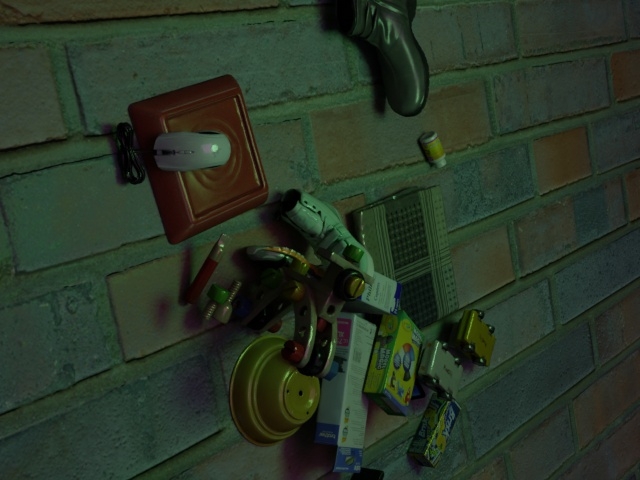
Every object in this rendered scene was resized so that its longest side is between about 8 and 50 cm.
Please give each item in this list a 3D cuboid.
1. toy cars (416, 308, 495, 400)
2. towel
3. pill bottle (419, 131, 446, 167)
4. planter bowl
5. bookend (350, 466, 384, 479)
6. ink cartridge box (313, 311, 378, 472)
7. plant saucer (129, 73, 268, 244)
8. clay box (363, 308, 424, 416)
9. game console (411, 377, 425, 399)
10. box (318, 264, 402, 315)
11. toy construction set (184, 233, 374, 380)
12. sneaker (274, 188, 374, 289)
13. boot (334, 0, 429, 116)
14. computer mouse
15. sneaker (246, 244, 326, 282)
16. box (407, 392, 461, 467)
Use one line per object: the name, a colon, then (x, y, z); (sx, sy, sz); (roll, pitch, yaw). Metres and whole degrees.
toy cars: (0.304, 0.260, 2.168); (0.393, 0.087, 0.177); (-26, 117, -55)
towel: (0.193, 0.049, 2.124); (0.312, 0.056, 0.324); (-19, 104, -43)
pill bottle: (0.270, -0.214, 2.213); (0.043, 0.043, 0.083); (-48, 121, -37)
planter bowl: (-0.066, 0.291, 1.790); (0.217, 0.090, 0.217); (4, 85, -47)
bookend: (0.110, 0.593, 1.979); (0.156, 0.072, 0.157); (53, 52, -33)
ink cartridge box: (0.052, 0.312, 1.894); (0.186, 0.065, 0.311); (36, 58, -67)
plant saucer: (-0.202, -0.154, 1.695); (0.258, 0.047, 0.259); (-28, 109, -44)
clay box: (0.164, 0.248, 1.992); (0.127, 0.053, 0.222); (49, 50, -47)
game console: (0.191, 0.294, 2.078); (0.122, 0.071, 0.107); (1, 111, -48)
box: (0.077, 0.103, 1.927); (0.137, 0.126, 0.072); (25, 71, -44)
toy construction set: (-0.055, 0.079, 1.677); (0.308, 0.257, 0.237); (29, 93, -14)
sneaker: (0.000, 0.000, 1.800); (0.151, 0.256, 0.094); (27, 112, -41)
boot: (0.117, -0.435, 2.006); (0.222, 0.118, 0.338); (-4, 82, -50)
computer mouse: (-0.246, -0.153, 1.582); (0.192, 0.042, 0.106); (-6, 100, -14)
sneaker: (-0.065, 0.067, 1.810); (0.215, 0.084, 0.083); (31, 73, -42)
box: (0.267, 0.441, 2.171); (0.059, 0.054, 0.169); (52, 54, -32)
